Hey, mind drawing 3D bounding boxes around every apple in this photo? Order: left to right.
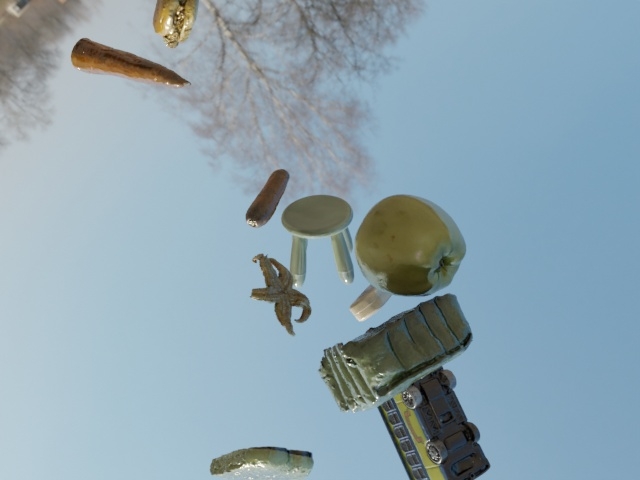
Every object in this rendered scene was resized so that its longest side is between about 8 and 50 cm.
[{"bbox_3d":[0.153,0.012,1.225,0.200,0.200,0.200,-31,-148,23],"label":"apple"}]

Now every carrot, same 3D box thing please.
[{"bbox_3d":[-0.300,-0.272,1.100,0.224,0.057,0.057,21,-115,25],"label":"carrot"},{"bbox_3d":[-0.125,-0.105,1.706,0.060,0.060,0.186,-10,-140,45],"label":"carrot"}]

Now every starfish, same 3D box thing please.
[{"bbox_3d":[-0.087,0.119,1.551,0.053,0.150,0.209,-52,-136,46],"label":"starfish"}]

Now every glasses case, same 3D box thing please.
[{"bbox_3d":[0.131,0.132,1.655,0.083,0.050,0.196,-35,180,24],"label":"glasses case"}]

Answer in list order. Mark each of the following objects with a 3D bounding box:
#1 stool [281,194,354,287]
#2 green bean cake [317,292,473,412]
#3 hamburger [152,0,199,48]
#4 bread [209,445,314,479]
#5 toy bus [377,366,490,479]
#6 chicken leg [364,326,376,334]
[{"bbox_3d":[0.000,0.000,1.916,0.196,0.198,0.195,-5,-143,4],"label":"stool"},{"bbox_3d":[0.121,0.187,1.153,0.223,0.124,0.227,-22,166,-28],"label":"green bean cake"},{"bbox_3d":[-0.298,-0.484,1.437,0.138,0.083,0.147,133,-36,-58],"label":"hamburger"},{"bbox_3d":[-0.116,0.495,1.521,0.286,0.208,0.056,137,-40,-58],"label":"bread"},{"bbox_3d":[0.256,0.437,1.642,0.138,0.287,0.175,-16,165,-33],"label":"toy bus"},{"bbox_3d":[0.119,0.224,1.617,0.083,0.036,0.021,-52,168,1],"label":"chicken leg"}]
